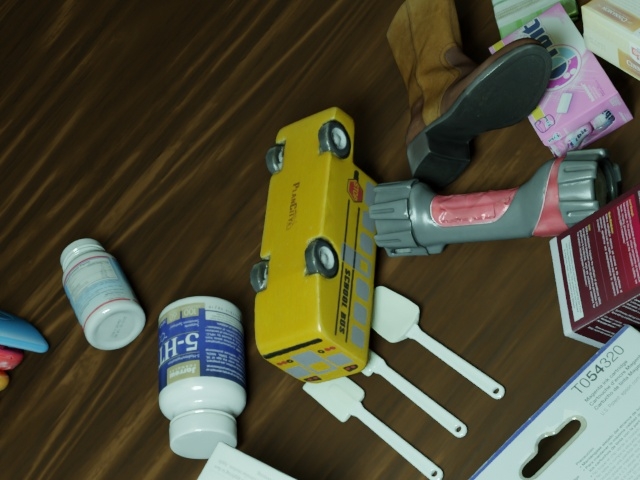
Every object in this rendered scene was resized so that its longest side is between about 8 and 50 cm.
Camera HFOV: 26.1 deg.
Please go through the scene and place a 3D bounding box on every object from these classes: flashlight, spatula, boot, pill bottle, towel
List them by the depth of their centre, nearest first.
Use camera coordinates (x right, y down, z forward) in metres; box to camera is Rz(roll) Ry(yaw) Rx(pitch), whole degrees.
[{"bbox_3d":[0.100,0.170,1.654,0.168,0.019,0.242,-51,48,-5],"label":"spatula"},{"bbox_3d":[0.205,-0.047,1.661,0.304,0.103,0.103,-3,62,31],"label":"flashlight"},{"bbox_3d":[-0.150,0.176,1.754,0.112,0.112,0.186,-21,53,22],"label":"pill bottle"},{"bbox_3d":[0.184,-0.245,1.762,0.264,0.096,0.280,124,149,-47],"label":"boot"},{"bbox_3d":[0.283,-0.334,1.843,0.113,0.023,0.152,-22,55,24],"label":"towel"},{"bbox_3d":[-0.312,0.072,1.940,0.087,0.087,0.160,-40,48,7],"label":"pill bottle"}]

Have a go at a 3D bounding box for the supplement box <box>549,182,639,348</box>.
[{"bbox_3d":[0.363,0.008,1.486,0.239,0.073,0.130,-37,44,42],"label":"supplement box"}]

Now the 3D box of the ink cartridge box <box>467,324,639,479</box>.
[{"bbox_3d":[0.322,0.290,1.380,0.324,0.071,0.330,-43,46,-7],"label":"ink cartridge box"}]

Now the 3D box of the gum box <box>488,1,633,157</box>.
[{"bbox_3d":[0.299,-0.194,1.714,0.107,0.062,0.188,-33,49,13],"label":"gum box"}]

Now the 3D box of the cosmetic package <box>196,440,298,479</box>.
[{"bbox_3d":[-0.071,0.356,1.563,0.151,0.151,0.183,20,75,40],"label":"cosmetic package"}]

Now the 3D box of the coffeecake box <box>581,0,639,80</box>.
[{"bbox_3d":[0.428,-0.270,1.634,0.185,0.068,0.142,-33,47,-15],"label":"coffeecake box"}]

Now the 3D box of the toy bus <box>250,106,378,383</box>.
[{"bbox_3d":[0.000,0.000,1.736,0.108,0.130,0.332,-21,49,36],"label":"toy bus"}]

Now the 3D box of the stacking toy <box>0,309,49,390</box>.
[{"bbox_3d":[-0.535,0.238,1.967,0.175,0.166,0.301,19,89,36],"label":"stacking toy"}]
